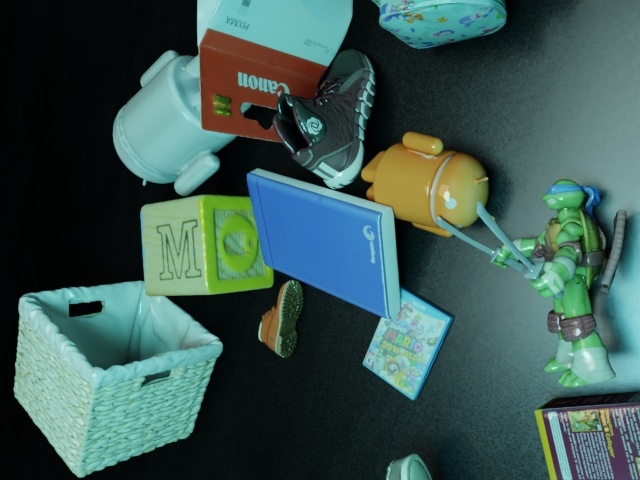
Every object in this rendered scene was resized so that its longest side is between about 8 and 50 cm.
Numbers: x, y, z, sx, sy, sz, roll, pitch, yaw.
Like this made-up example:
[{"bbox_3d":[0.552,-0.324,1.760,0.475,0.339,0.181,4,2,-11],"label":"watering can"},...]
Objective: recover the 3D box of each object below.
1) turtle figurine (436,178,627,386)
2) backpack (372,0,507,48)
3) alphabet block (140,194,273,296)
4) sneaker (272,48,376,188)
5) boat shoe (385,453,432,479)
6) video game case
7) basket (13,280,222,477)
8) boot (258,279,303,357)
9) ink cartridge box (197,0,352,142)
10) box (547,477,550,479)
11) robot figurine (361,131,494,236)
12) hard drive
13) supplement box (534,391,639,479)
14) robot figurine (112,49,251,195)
[{"bbox_3d":[0.291,0.062,0.848,0.197,0.274,0.267,-15,87,64],"label":"turtle figurine"},{"bbox_3d":[0.196,-0.402,0.902,0.253,0.225,0.191,-11,87,27],"label":"backpack"},{"bbox_3d":[-0.233,0.012,1.265,0.197,0.192,0.194,-5,89,39],"label":"alphabet block"},{"bbox_3d":[0.002,-0.240,1.044,0.106,0.162,0.282,-25,52,46],"label":"sneaker"},{"bbox_3d":[0.141,0.502,0.964,0.096,0.116,0.325,-12,88,35],"label":"boat shoe"},{"bbox_3d":[0.150,0.178,1.077,0.119,0.015,0.167,31,109,34],"label":"video game case"},{"bbox_3d":[-0.462,0.282,1.362,0.331,0.328,0.267,31,111,33],"label":"basket"},{"bbox_3d":[-0.086,0.148,1.236,0.084,0.059,0.158,22,105,41],"label":"boot"},{"bbox_3d":[-0.066,-0.369,1.051,0.091,0.308,0.386,1,92,39],"label":"ink cartridge box"},{"bbox_3d":[0.408,0.450,0.862,0.184,0.045,0.191,9,97,40],"label":"box"},{"bbox_3d":[0.173,-0.088,0.983,0.219,0.128,0.158,17,101,36],"label":"robot figurine"},{"bbox_3d":[0.000,0.000,1.110,0.318,0.040,0.210,20,131,39],"label":"hard drive"},{"bbox_3d":[0.406,0.268,0.836,0.188,0.080,0.104,-17,80,37],"label":"supplement box"},{"bbox_3d":[-0.304,-0.250,1.306,0.353,0.199,0.300,-28,73,35],"label":"robot figurine"}]
